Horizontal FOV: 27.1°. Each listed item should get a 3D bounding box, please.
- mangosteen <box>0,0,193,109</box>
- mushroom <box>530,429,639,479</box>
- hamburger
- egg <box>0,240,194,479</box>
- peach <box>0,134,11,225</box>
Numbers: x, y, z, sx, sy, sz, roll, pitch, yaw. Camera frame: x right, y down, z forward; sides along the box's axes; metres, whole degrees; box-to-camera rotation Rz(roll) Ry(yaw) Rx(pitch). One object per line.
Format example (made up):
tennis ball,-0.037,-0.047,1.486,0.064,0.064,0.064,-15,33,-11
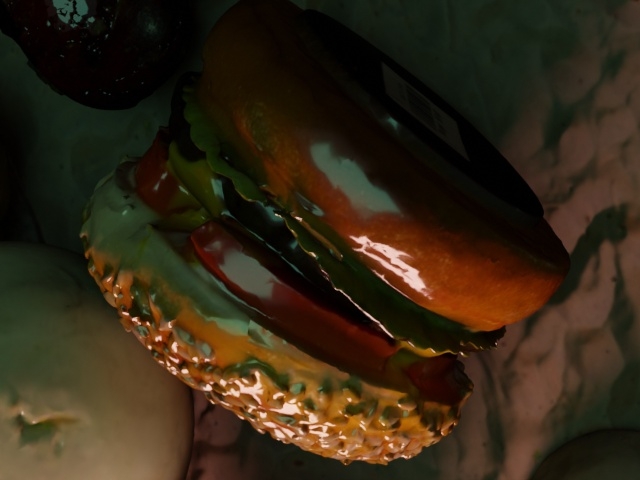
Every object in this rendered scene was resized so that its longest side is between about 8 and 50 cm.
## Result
mangosteen,-0.174,-0.201,1.095,0.166,0.166,0.180,43,79,7
mushroom,0.239,0.244,1.017,0.236,0.162,0.173,-26,90,15
hamburger,0.000,0.000,0.977,0.330,0.330,0.250,43,106,7
egg,-0.245,0.143,1.062,0.283,0.345,0.283,2,85,-17
peach,-0.374,-0.053,1.121,0.214,0.235,0.214,1,99,6
